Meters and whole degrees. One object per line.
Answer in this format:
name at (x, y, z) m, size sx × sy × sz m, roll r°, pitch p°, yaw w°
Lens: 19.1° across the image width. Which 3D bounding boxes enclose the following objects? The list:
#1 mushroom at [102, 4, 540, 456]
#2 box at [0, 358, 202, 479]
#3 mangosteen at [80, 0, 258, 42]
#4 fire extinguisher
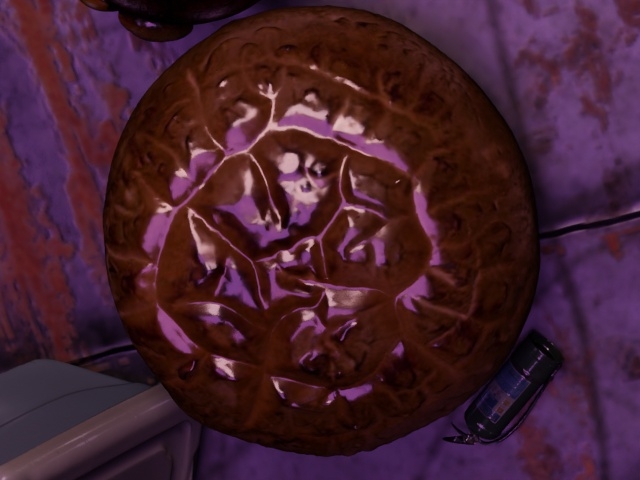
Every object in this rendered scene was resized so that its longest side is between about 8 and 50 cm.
mushroom at (0.000, 0.000, 1.045) m, size 0.253 × 0.153 × 0.253 m, roll 1°, pitch 105°, yaw 2°
box at (-0.166, 0.165, 1.094) m, size 0.130 × 0.227 × 0.162 m, roll 18°, pitch 110°, yaw 23°
mangosteen at (-0.081, -0.164, 1.036) m, size 0.140 × 0.140 × 0.140 m, roll 4°, pitch 107°, yaw 12°
fire extinguisher at (0.109, 0.093, 1.109) m, size 0.038 × 0.025 × 0.083 m, roll 30°, pitch 112°, yaw -22°
